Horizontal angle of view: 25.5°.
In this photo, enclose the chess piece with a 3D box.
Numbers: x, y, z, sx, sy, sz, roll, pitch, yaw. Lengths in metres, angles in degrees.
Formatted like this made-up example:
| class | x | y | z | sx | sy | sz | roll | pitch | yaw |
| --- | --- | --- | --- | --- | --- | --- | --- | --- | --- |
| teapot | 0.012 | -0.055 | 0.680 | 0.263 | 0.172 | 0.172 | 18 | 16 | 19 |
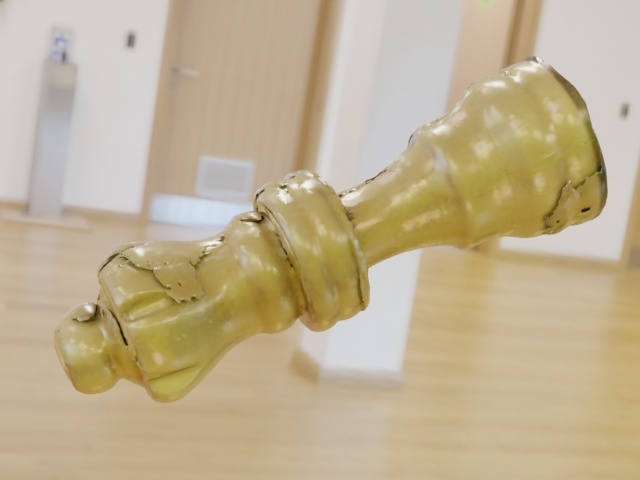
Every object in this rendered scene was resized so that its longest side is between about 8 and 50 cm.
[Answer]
| class | x | y | z | sx | sy | sz | roll | pitch | yaw |
| --- | --- | --- | --- | --- | --- | --- | --- | --- | --- |
| chess piece | 0.000 | 0.001 | 0.430 | 0.172 | 0.060 | 0.060 | -24 | 18 | -11 |
